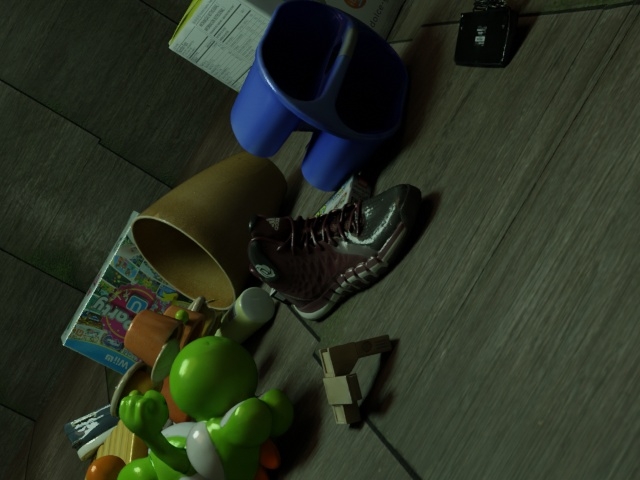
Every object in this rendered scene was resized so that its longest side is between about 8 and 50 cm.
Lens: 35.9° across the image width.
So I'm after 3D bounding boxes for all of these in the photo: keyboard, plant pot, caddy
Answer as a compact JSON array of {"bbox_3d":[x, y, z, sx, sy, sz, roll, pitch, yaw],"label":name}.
[{"bbox_3d":[0.229,-0.277,1.307,0.192,0.038,0.100,-135,53,-73],"label":"keyboard"},{"bbox_3d":[-0.178,-0.041,1.835,0.254,0.237,0.237,-50,10,-28],"label":"plant pot"},{"bbox_3d":[0.009,-0.240,1.514,0.179,0.241,0.341,-56,12,38],"label":"caddy"}]

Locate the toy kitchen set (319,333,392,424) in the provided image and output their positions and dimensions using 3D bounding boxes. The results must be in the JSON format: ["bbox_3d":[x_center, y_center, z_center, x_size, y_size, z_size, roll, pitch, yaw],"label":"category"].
[{"bbox_3d":[0.050,0.149,1.067,0.068,0.075,0.083,154,104,-68],"label":"toy kitchen set"}]

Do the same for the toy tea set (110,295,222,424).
[{"bbox_3d":[-0.196,0.190,1.437,0.200,0.124,0.336,-65,-9,2],"label":"toy tea set"}]

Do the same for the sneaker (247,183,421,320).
[{"bbox_3d":[-0.005,-0.004,1.268,0.281,0.162,0.106,-46,21,42],"label":"sneaker"}]

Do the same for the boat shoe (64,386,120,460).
[{"bbox_3d":[-0.324,0.284,1.724,0.254,0.079,0.095,-34,-15,-7],"label":"boat shoe"}]

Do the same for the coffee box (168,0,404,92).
[{"bbox_3d":[-0.052,-0.486,1.972,0.338,0.334,0.338,-65,16,-20],"label":"coffee box"}]

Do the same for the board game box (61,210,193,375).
[{"bbox_3d":[-0.358,0.124,2.032,0.303,0.224,0.097,-61,18,-4],"label":"board game box"}]

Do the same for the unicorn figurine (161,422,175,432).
[{"bbox_3d":[-0.240,0.321,1.573,0.060,0.111,0.162,-37,-21,-30],"label":"unicorn figurine"}]

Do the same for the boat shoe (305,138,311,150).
[{"bbox_3d":[0.018,-0.208,1.803,0.125,0.038,0.046,-55,16,17],"label":"boat shoe"}]

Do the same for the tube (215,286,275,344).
[{"bbox_3d":[-0.147,0.151,1.645,0.240,0.070,0.062,-45,61,52],"label":"tube"}]

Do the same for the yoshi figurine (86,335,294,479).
[{"bbox_3d":[-0.166,0.241,1.288,0.362,0.203,0.204,-41,18,43],"label":"yoshi figurine"}]

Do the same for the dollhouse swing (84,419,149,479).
[{"bbox_3d":[-0.422,0.438,1.485,0.347,0.315,0.305,-50,46,46],"label":"dollhouse swing"}]

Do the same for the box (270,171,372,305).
[{"bbox_3d":[0.000,0.000,1.482,0.207,0.036,0.114,-45,21,42],"label":"box"}]
